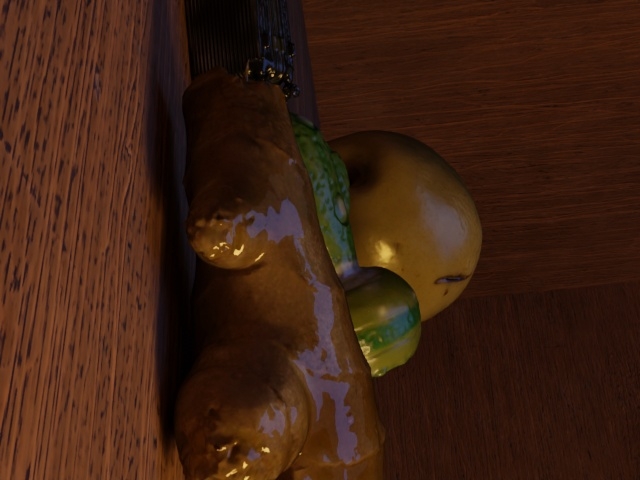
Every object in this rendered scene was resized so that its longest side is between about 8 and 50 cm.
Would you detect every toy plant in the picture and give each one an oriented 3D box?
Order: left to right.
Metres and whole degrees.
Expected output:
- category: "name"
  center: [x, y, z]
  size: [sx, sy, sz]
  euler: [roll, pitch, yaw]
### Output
- category: "toy plant"
  center: [0.000, 0.000, 1.358]
  size: [0.224, 0.185, 0.315]
  euler: [-38, 113, -65]

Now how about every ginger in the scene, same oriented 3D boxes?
- category: "ginger"
  center: [-0.060, 0.080, 0.808]
  size: [0.236, 0.166, 0.375]
  euler: [-34, 101, -47]

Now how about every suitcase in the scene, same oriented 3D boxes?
- category: "suitcase"
  center: [-0.070, -0.181, 0.996]
  size: [0.059, 0.086, 0.126]
  euler: [7, 75, -60]

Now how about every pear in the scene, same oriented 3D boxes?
- category: "pear"
  center: [0.081, -0.020, 1.695]
  size: [0.309, 0.309, 0.309]
  euler: [-6, 90, -87]

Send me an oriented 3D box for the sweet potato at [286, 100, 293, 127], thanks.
- category: "sweet potato"
  center: [-0.058, -0.027, 1.123]
  size: [0.075, 0.075, 0.273]
  euler: [65, 21, -81]
